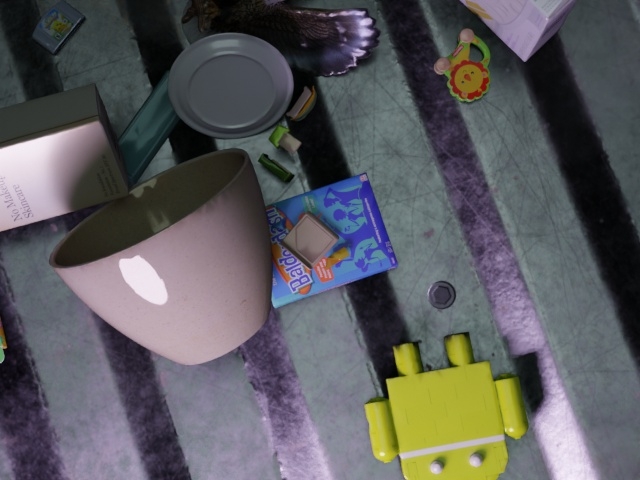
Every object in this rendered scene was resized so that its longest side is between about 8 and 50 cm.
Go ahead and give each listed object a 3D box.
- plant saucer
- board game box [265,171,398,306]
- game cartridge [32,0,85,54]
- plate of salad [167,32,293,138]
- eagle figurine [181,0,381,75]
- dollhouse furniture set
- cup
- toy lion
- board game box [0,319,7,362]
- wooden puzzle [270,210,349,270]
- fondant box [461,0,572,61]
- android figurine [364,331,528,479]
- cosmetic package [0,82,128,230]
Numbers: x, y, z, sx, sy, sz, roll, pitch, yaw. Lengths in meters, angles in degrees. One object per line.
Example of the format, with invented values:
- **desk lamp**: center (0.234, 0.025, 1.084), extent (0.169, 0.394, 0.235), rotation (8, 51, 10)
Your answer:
- **plant saucer**: center (-0.279, -0.188, 1.830), extent (0.067, 0.018, 0.192), rotation (34, 84, 5)
- **board game box**: center (0.000, 0.000, 1.785), extent (0.210, 0.047, 0.160), rotation (-19, 83, 0)
- **game cartridge**: center (-0.439, -0.357, 1.855), extent (0.056, 0.017, 0.083), rotation (36, 85, 9)
- **plate of salad**: center (-0.143, -0.248, 1.773), extent (0.200, 0.199, 0.048), rotation (-9, 41, 0)
- **eagle figurine**: center (-0.070, -0.389, 1.790), extent (0.298, 0.225, 0.226), rotation (-6, 127, -28)
- **dollhouse furniture set**: center (-0.035, -0.172, 1.795), extent (0.059, 0.076, 0.151), rotation (36, 95, 7)
- **cup**: center (-0.201, 0.044, 1.676), extent (0.331, 0.331, 0.237), rotation (-30, 109, -2)
- **toy lion**: center (0.242, -0.282, 1.826), extent (0.096, 0.034, 0.100), rotation (39, 85, -2)
- **board game box**: center (-0.590, 0.085, 1.793), extent (0.124, 0.039, 0.259), rotation (-14, 80, 0)
- **wooden puzzle**: center (-0.016, 0.001, 1.755), extent (0.078, 0.014, 0.116), rotation (-41, 84, -8)
- **fondant box**: center (0.250, -0.450, 1.740), extent (0.096, 0.238, 0.330), rotation (-44, 84, -3)
- **android figurine**: center (0.198, 0.286, 1.744), extent (0.248, 0.056, 0.272), rotation (-9, 81, 0)
- **cosmetic package**: center (-0.469, -0.116, 1.720), extent (0.310, 0.160, 0.113), rotation (-17, 43, -2)
